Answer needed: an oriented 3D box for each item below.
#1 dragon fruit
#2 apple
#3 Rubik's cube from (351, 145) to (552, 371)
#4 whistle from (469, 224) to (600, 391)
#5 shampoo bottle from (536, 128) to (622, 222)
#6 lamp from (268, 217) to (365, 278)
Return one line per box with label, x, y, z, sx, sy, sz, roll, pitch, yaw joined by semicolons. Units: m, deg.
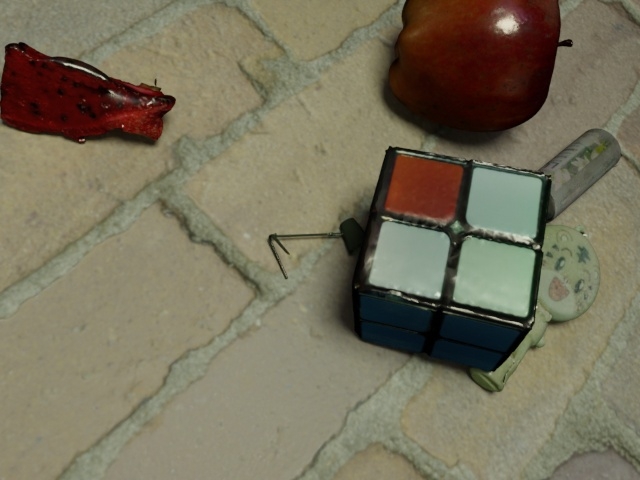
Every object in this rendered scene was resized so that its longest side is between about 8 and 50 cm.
dragon fruit;-0.264;-0.186;0.702;0.192;0.123;0.092;10;52;-9
apple;0.207;-0.251;0.792;0.233;0.234;0.234;5;68;-13
Rubik's cube;0.139;0.024;0.674;0.183;0.167;0.180;14;66;10
whistle;0.272;0.078;0.771;0.126;0.067;0.258;44;69;-12
shampoo bottle;0.334;-0.082;0.846;0.214;0.072;0.072;-36;82;-24
lamp;0.001;-0.001;0.745;0.121;0.041;0.054;-17;67;-23
